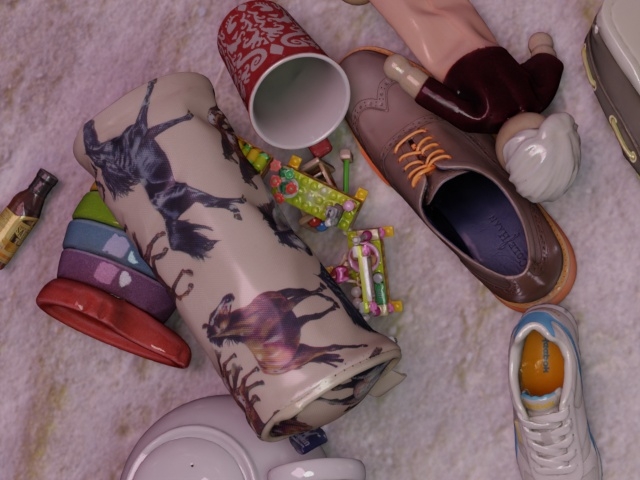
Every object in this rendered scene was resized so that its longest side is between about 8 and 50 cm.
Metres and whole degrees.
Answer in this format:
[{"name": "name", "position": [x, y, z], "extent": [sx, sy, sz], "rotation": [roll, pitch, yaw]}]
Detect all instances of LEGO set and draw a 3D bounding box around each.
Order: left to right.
[{"name": "LEGO set", "position": [0.000, 0.000, 1.885], "extent": [0.132, 0.107, 0.287], "rotation": [-29, 88, 13]}]

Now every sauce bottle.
[{"name": "sauce bottle", "position": [-0.355, -0.026, 2.109], "extent": [0.042, 0.042, 0.128], "rotation": [38, 96, 23]}]

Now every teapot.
[{"name": "teapot", "position": [-0.110, 0.273, 1.876], "extent": [0.252, 0.187, 0.256], "rotation": [35, 92, 23]}]

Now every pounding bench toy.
[{"name": "pounding bench toy", "position": [0.010, -0.054, 1.967], "extent": [0.083, 0.052, 0.065], "rotation": [-31, 70, 13]}]

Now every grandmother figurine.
[{"name": "grandmother figurine", "position": [0.164, -0.176, 1.879], "extent": [0.207, 0.104, 0.342], "rotation": [-21, 57, -20]}]

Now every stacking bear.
[{"name": "stacking bear", "position": [-0.186, -0.030, 1.987], "extent": [0.164, 0.175, 0.289], "rotation": [8, 71, 50]}]

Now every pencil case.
[{"name": "pencil case", "position": [-0.087, 0.011, 1.803], "extent": [0.160, 0.183, 0.410], "rotation": [-41, 69, 17]}]

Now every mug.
[{"name": "mug", "position": [-0.049, -0.172, 1.964], "extent": [0.113, 0.150, 0.169], "rotation": [-7, 33, -18]}]

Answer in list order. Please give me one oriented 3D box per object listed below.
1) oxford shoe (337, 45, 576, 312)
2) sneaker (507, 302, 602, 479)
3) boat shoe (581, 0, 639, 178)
[{"name": "oxford shoe", "position": [0.129, -0.083, 1.883], "extent": [0.130, 0.133, 0.364], "rotation": [-45, 67, 7]}, {"name": "sneaker", "position": [0.227, 0.182, 1.801], "extent": [0.087, 0.092, 0.229], "rotation": [-9, 93, 18]}, {"name": "boat shoe", "position": [0.357, -0.109, 1.824], "extent": [0.109, 0.091, 0.305], "rotation": [-16, 72, -21]}]
